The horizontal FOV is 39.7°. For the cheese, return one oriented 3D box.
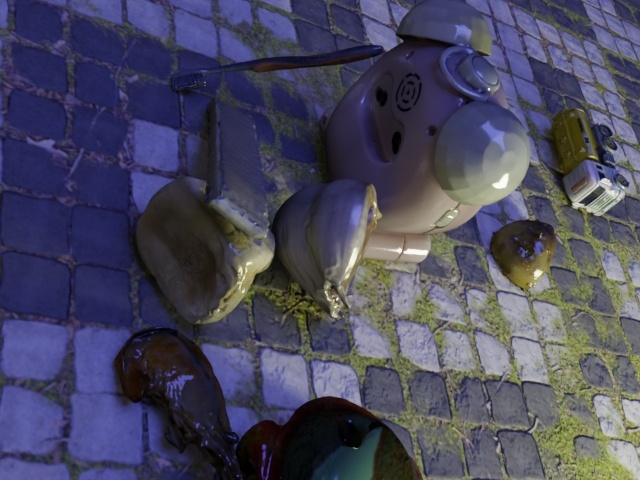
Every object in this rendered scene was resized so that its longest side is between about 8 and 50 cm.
[{"bbox_3d":[-0.113,-0.108,1.178,0.085,0.034,0.400,32,19,-19],"label":"cheese"}]

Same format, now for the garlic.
[{"bbox_3d":[0.000,0.000,1.202,0.143,0.229,0.178,18,68,2],"label":"garlic"}]

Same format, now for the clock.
[{"bbox_3d":[0.154,-0.163,1.345,0.184,0.326,0.342,4,59,-36],"label":"clock"}]

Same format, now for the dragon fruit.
[{"bbox_3d":[0.022,0.310,1.048,0.295,0.130,0.268,-32,88,-47],"label":"dragon fruit"}]

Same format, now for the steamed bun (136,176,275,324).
[{"bbox_3d":[-0.127,0.003,1.136,0.172,0.141,0.155,53,32,11],"label":"steamed bun"}]

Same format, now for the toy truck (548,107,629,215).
[{"bbox_3d":[0.547,-0.167,1.841,0.114,0.098,0.226,17,49,-25],"label":"toy truck"}]

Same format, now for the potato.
[{"bbox_3d":[0.372,-0.007,1.585,0.101,0.089,0.172,35,46,-11],"label":"potato"}]

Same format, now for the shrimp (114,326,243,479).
[{"bbox_3d":[-0.158,0.214,1.011,0.117,0.066,0.262,-6,50,-26],"label":"shrimp"}]

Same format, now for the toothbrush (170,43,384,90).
[{"bbox_3d":[-0.064,-0.262,1.320,0.321,0.023,0.031,-10,70,0],"label":"toothbrush"}]
